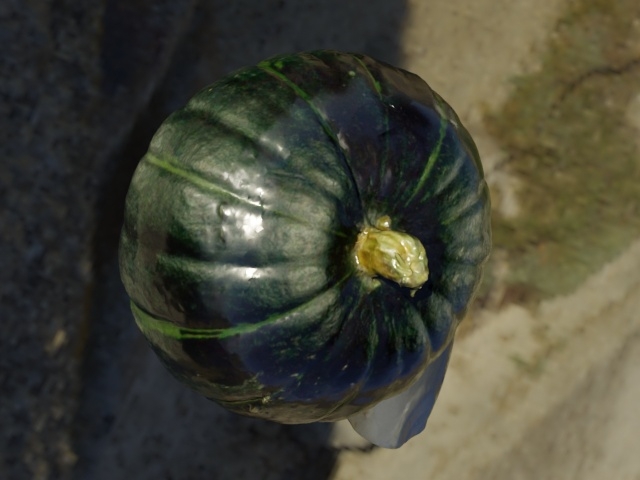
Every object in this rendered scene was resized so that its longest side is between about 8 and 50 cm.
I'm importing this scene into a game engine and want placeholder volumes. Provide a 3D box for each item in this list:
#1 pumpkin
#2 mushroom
[{"bbox_3d":[0.000,0.000,1.152,0.250,0.216,0.249,-6,100,-36],"label":"pumpkin"},{"bbox_3d":[0.085,0.045,1.908,0.128,0.128,0.350,13,80,-62],"label":"mushroom"}]
